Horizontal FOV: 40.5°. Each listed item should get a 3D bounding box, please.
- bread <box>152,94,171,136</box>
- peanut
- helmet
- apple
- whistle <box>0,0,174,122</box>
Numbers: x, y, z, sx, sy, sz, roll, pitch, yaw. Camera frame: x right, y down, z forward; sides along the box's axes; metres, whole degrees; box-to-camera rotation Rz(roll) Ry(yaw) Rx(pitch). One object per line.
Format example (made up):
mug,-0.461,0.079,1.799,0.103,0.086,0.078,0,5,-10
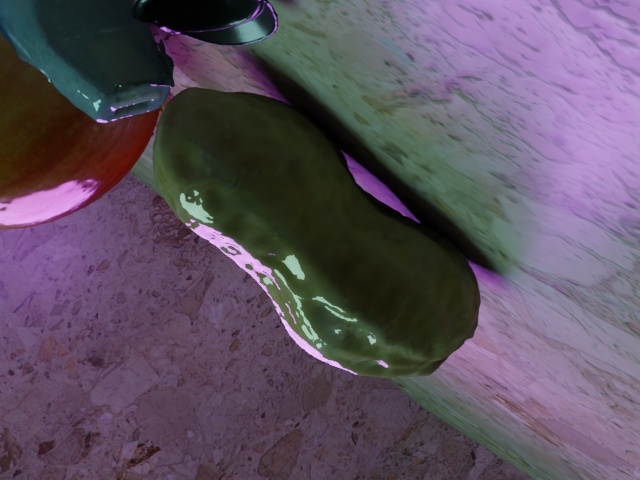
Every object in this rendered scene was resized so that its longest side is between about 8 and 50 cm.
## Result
bread,-0.247,-0.190,0.933,0.192,0.067,0.119,38,173,-7
peanut,0.000,0.000,0.673,0.313,0.149,0.149,45,170,-21
helmet,-0.061,-0.138,0.456,0.065,0.049,0.084,-13,168,34
apple,-0.278,-0.144,0.726,0.286,0.233,0.286,38,172,6
whistle,-0.176,-0.168,0.498,0.269,0.180,0.093,53,134,18
